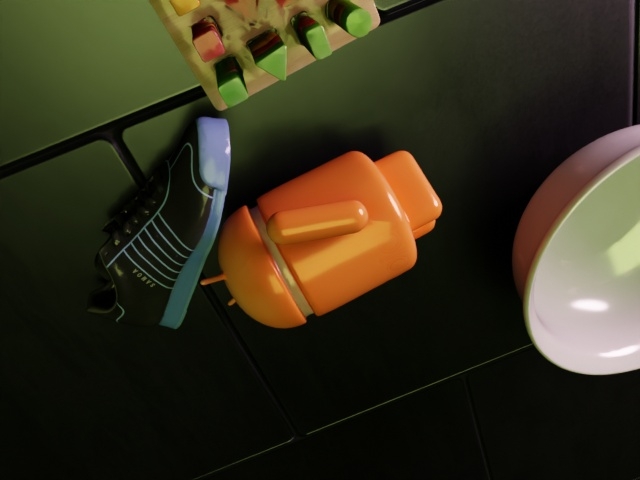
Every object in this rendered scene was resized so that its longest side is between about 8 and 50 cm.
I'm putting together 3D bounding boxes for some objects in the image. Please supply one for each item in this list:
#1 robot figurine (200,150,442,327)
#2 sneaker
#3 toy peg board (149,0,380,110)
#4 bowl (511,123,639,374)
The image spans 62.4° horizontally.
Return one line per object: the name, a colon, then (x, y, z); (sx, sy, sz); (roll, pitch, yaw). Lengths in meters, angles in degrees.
robot figurine: (0.000, -0.001, 0.491); (0.220, 0.158, 0.128); (-28, 114, -2)
sneaker: (-0.150, -0.010, 0.482); (0.091, 0.081, 0.232); (10, 119, -26)
toy peg board: (-0.046, -0.193, 0.393); (0.161, 0.079, 0.160); (-27, 125, 4)
bowl: (0.327, -0.007, 0.572); (0.298, 0.134, 0.297); (-6, 123, -9)
